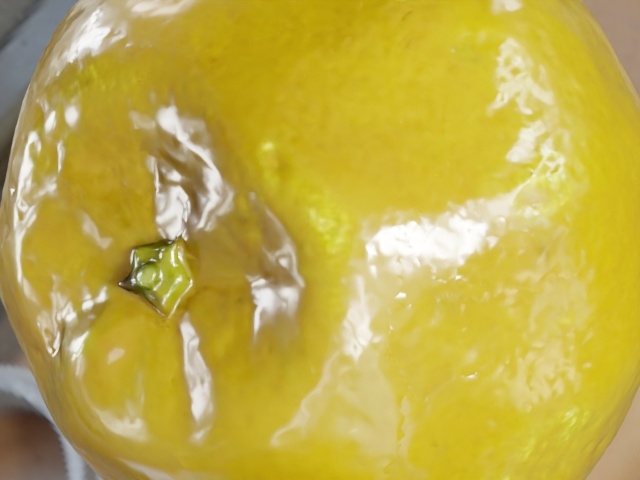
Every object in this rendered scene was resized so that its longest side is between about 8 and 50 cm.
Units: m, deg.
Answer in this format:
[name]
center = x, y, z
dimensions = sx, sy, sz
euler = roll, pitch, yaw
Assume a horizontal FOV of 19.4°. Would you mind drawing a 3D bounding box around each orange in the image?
[orange]
center = 0.000, 0.000, 0.736
dimensions = 0.279, 0.279, 0.235
euler = 12, 24, 38
